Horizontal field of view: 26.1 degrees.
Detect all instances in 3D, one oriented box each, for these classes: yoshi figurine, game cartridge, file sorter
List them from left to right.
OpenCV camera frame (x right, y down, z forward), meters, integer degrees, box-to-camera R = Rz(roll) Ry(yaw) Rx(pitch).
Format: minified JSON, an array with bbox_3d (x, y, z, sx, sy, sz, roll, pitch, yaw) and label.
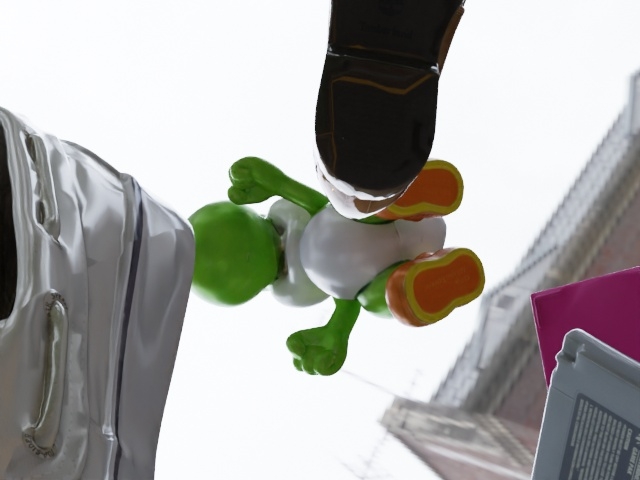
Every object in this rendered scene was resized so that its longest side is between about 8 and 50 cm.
[{"bbox_3d":[-0.021,0.013,1.359,0.203,0.362,0.203,38,-113,-24],"label":"yoshi figurine"},{"bbox_3d":[0.320,0.260,1.472,0.062,0.198,0.297,-27,-46,-41],"label":"game cartridge"},{"bbox_3d":[0.425,0.190,1.762,0.182,0.202,0.290,5,-107,-50],"label":"file sorter"}]

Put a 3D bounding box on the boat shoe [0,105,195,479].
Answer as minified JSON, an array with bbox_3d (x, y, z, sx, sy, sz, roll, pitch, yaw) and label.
[{"bbox_3d":[-0.093,0.059,0.368,0.088,0.096,0.267,40,-145,-28],"label":"boat shoe"}]

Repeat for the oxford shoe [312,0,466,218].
[{"bbox_3d":[0.034,-0.110,0.676,0.076,0.076,0.212,17,-110,0],"label":"oxford shoe"}]
